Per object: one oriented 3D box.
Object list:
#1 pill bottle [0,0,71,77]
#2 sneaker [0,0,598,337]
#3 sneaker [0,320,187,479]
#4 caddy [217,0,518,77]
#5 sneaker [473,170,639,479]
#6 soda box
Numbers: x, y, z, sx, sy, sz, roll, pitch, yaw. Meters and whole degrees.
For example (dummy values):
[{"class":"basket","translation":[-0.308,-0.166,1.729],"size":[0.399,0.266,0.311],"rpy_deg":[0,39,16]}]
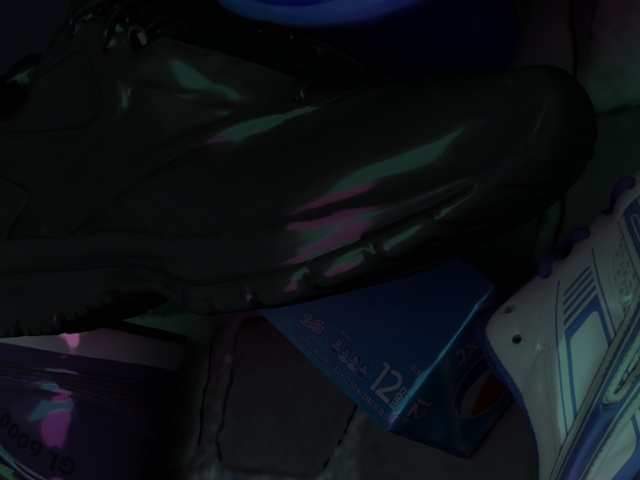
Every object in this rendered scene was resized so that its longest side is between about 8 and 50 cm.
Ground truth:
[{"class":"pill bottle","translation":[-0.269,-0.076,0.707],"size":[0.323,0.181,0.181],"rpy_deg":[-7,69,25]},{"class":"sneaker","translation":[-0.040,-0.038,0.500],"size":[0.286,0.109,0.130],"rpy_deg":[-8,94,35]},{"class":"sneaker","translation":[-0.200,0.088,0.684],"size":[0.283,0.107,0.124],"rpy_deg":[4,82,36]},{"class":"caddy","translation":[0.031,-0.225,0.588],"size":[0.241,0.179,0.341],"rpy_deg":[-32,58,23]},{"class":"sneaker","translation":[0.117,0.014,0.469],"size":[0.131,0.112,0.296],"rpy_deg":[10,78,25]},{"class":"soda box","translation":[0.000,0.000,0.596],"size":[0.210,0.067,0.071],"rpy_deg":[40,98,37]}]
